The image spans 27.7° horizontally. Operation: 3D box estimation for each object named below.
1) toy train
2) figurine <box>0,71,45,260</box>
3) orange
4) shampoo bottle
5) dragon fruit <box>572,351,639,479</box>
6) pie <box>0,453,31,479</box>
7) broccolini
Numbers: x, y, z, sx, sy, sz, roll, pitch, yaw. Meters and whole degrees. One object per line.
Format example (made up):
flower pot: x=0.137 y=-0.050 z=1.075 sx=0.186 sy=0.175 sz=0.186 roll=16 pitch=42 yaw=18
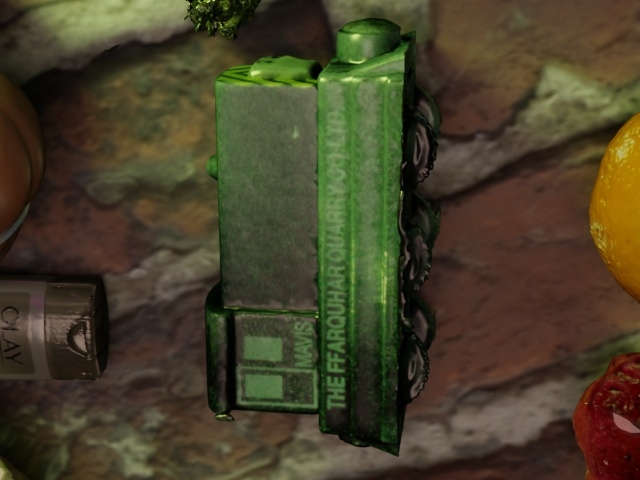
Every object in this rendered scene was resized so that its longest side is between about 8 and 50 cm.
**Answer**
toy train: x=0.000 y=0.000 z=0.972 sx=0.178 sy=0.138 sz=0.330 roll=2 pitch=107 yaw=8
figurine: x=-0.382 y=-0.023 z=0.935 sx=0.388 sy=0.276 sz=0.248 roll=-27 pitch=147 yaw=-5
orange: x=0.291 y=-0.019 z=0.928 sx=0.193 sy=0.161 sz=0.193 roll=2 pitch=113 yaw=5
shampoo bottle: x=-0.289 y=0.070 z=1.055 sx=0.227 sy=0.056 sz=0.086 roll=1 pitch=105 yaw=4
dragon fruit: x=0.322 y=0.197 z=1.022 sx=0.262 sy=0.134 sz=0.211 roll=20 pitch=121 yaw=14
pie: x=-0.385 y=0.255 z=1.057 sx=0.339 sy=0.077 sz=0.339 roll=-7 pitch=129 yaw=-8
broccolini: x=-0.026 y=-0.205 z=0.885 sx=0.051 sy=0.239 sz=0.054 roll=-1 pitch=72 yaw=-32
